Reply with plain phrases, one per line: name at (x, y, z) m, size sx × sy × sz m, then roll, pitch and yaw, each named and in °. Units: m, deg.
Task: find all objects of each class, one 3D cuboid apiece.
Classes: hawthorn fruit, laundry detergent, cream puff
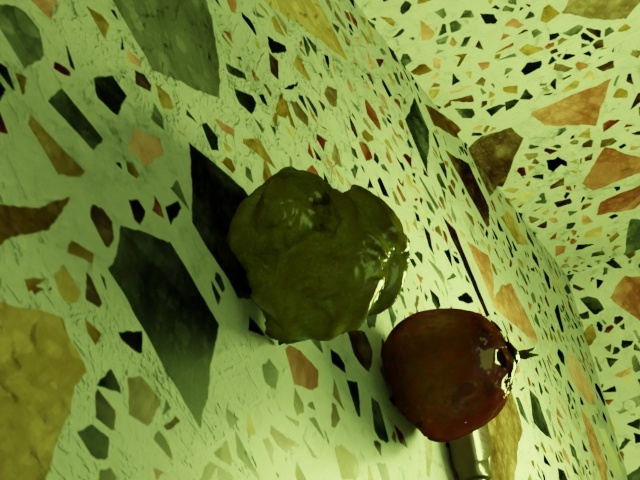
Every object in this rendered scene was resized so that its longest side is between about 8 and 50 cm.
hawthorn fruit at (0.292, 0.258, 1.864) m, size 0.276 × 0.308 × 0.276 m, roll -19°, pitch 90°, yaw -81°
laundry detergent at (0.348, 0.478, 2.051) m, size 0.171 × 0.076 × 0.237 m, roll 37°, pitch 36°, yaw -51°
cream puff at (0.004, 0.002, 1.518) m, size 0.323 × 0.274 × 0.269 m, roll -72°, pitch 142°, yaw -63°
